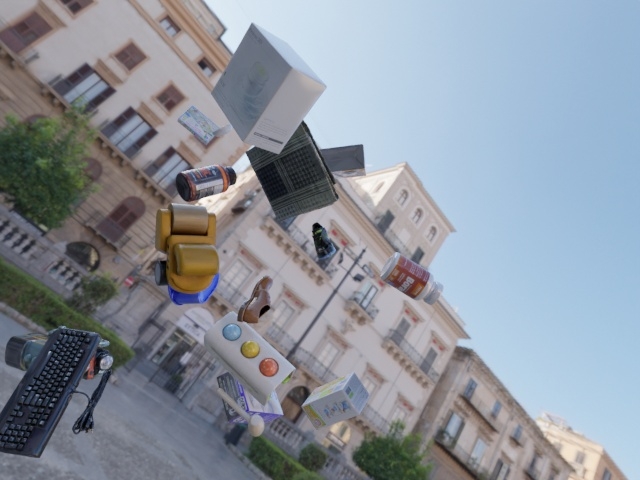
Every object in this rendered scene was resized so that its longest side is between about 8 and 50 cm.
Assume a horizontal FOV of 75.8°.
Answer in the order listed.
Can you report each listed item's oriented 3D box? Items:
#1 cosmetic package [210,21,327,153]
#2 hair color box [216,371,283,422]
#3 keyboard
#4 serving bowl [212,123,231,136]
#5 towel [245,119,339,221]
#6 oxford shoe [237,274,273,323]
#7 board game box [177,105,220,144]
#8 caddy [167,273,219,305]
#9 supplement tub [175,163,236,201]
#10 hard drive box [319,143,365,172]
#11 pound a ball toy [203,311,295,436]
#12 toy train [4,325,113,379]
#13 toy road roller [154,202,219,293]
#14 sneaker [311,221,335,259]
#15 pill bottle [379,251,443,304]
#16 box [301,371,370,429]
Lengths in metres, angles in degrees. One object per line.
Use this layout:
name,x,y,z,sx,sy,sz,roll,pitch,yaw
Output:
cosmetic package,-0.142,-0.393,1.075,0.138,0.224,0.224,8,40,-51
hair color box,-0.290,0.662,1.739,0.185,0.110,0.339,65,7,30
keyboard,-0.622,0.359,1.001,0.202,0.317,0.033,15,-49,-11
serving bowl,-0.387,-0.434,1.633,0.083,0.083,0.027,1,-59,55
towel,-0.101,-0.241,1.495,0.324,0.056,0.312,-15,-75,41
oxford shoe,-0.184,0.188,1.292,0.076,0.212,0.076,14,-54,8
board game box,-0.535,-0.510,1.816,0.154,0.103,0.026,40,-34,-13
caddy,-0.654,0.181,2.084,0.180,0.341,0.241,-1,-67,9
supplement tub,-0.391,-0.205,1.428,0.106,0.198,0.105,21,-57,38
hard drive box,0.080,-0.292,1.555,0.181,0.089,0.232,-5,2,9
pound a ball toy,-0.226,0.387,1.234,0.319,0.208,0.135,38,-39,18
toy train,-0.845,0.374,1.336,0.334,0.142,0.190,7,0,24
toy road roller,-0.465,0.026,1.485,0.203,0.329,0.241,2,-4,-35
sneaker,0.000,0.000,1.404,0.078,0.067,0.188,59,6,-32
pill bottle,0.341,0.147,1.533,0.216,0.121,0.121,32,-22,-1
box,0.052,0.562,1.438,0.203,0.114,0.103,-35,-92,31
